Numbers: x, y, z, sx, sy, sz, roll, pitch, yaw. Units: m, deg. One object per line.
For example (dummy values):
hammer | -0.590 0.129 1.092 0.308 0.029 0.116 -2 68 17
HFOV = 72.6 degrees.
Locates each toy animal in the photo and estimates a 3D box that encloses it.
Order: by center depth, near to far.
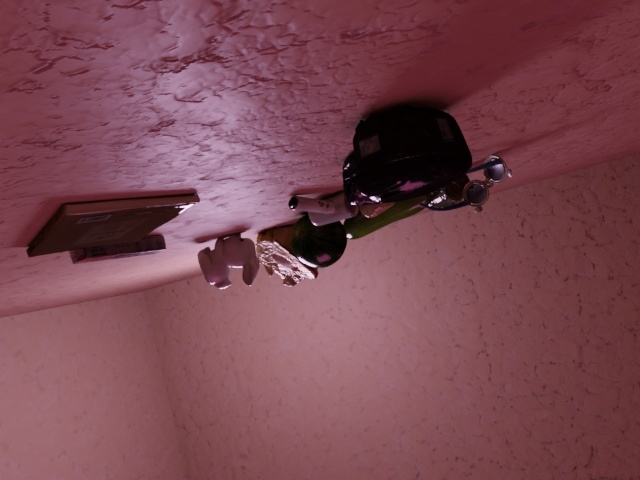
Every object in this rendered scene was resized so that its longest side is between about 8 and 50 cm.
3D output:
toy animal | -0.308 0.076 1.479 0.192 0.179 0.127 -13 179 -1

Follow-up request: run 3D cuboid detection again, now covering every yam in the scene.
yam | 0.398 -0.155 1.402 0.106 0.107 0.183 -14 175 -15

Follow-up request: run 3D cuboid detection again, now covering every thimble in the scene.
thimble | 0.077 -0.113 0.797 0.066 0.095 0.104 -5 -149 -8

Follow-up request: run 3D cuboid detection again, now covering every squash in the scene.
squash | 0.207 -0.099 1.391 0.107 0.107 0.394 -11 170 -45

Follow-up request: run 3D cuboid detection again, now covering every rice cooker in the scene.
rice cooker | 0.128 -0.120 0.629 0.202 0.119 0.142 -12 177 -43

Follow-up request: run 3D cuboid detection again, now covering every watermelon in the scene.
watermelon | 0.000 0.000 1.434 0.187 0.188 0.214 -16 161 26

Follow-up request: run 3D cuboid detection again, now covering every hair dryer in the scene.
hair dryer | -0.012 -0.081 1.121 0.131 0.073 0.236 -15 174 33

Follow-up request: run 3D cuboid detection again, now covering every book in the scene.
book | -0.387 -0.025 0.799 0.216 0.021 0.310 -12 176 -44

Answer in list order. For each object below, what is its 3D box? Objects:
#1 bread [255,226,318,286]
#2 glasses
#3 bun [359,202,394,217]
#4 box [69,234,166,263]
bread | -0.148 0.055 1.639 0.211 0.224 0.183 0 161 -45
glasses | 0.392 -0.164 1.226 0.220 0.088 0.190 -1 146 -18
bun | 0.160 -0.116 1.267 0.115 0.069 0.115 -28 -168 6
box | -0.463 0.019 1.015 0.055 0.040 0.218 -15 177 28
